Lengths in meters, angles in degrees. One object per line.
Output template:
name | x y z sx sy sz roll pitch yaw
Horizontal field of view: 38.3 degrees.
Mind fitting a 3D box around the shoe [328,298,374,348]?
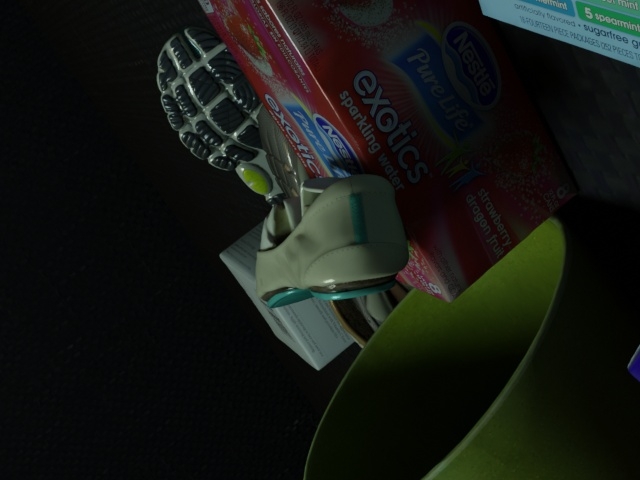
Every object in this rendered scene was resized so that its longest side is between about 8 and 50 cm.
shoe | 0.063 0.109 1.262 0.219 0.076 0.058 55 162 -22

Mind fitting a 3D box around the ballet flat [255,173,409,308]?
ballet flat | 0.000 0.000 0.632 0.086 0.086 0.248 53 165 -4

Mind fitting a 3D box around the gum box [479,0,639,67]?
gum box | 0.113 -0.168 0.405 0.157 0.041 0.184 38 162 49

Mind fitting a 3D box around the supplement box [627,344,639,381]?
supplement box | 0.266 0.084 0.407 0.220 0.111 0.114 47 166 24

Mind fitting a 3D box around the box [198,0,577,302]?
box | 0.046 -0.101 0.626 0.256 0.128 0.123 57 165 -22

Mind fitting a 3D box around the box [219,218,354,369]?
box | -0.038 0.074 1.421 0.181 0.119 0.182 58 167 -25

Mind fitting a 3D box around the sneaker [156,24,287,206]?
sneaker | -0.074 -0.124 0.973 0.275 0.107 0.110 46 -161 -41

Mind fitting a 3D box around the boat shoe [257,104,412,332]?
boat shoe | 0.043 -0.031 0.870 0.123 0.116 0.324 57 179 41

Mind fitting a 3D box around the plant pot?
plant pot | 0.186 0.173 0.686 0.294 0.274 0.275 39 170 -11
